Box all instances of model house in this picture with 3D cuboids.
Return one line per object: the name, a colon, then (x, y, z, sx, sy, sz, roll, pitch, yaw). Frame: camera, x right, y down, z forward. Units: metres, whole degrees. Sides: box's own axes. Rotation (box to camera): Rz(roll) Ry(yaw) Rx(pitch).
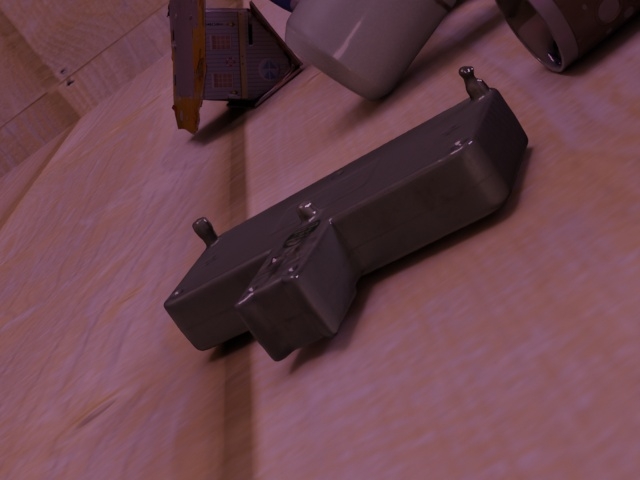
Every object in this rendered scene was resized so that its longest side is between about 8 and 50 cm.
model house: (-0.097, -0.231, 1.298, 0.136, 0.207, 0.219, -3, 6, -18)

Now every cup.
cup: (0.155, -0.171, 0.660, 0.099, 0.102, 0.074, -36, -6, 0)

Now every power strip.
power strip: (0.000, 0.000, 0.583, 0.216, 0.061, 0.145, -29, 18, 29)

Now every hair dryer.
hair dryer: (-0.012, -0.277, 0.962, 0.173, 0.107, 0.357, -53, 49, 12)

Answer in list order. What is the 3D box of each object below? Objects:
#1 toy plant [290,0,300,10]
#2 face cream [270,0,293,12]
toy plant: (0.087, -0.278, 1.064, 0.243, 0.112, 0.232, -27, 16, -1)
face cream: (0.019, -0.395, 1.281, 0.249, 0.249, 0.225, -33, 16, 13)
